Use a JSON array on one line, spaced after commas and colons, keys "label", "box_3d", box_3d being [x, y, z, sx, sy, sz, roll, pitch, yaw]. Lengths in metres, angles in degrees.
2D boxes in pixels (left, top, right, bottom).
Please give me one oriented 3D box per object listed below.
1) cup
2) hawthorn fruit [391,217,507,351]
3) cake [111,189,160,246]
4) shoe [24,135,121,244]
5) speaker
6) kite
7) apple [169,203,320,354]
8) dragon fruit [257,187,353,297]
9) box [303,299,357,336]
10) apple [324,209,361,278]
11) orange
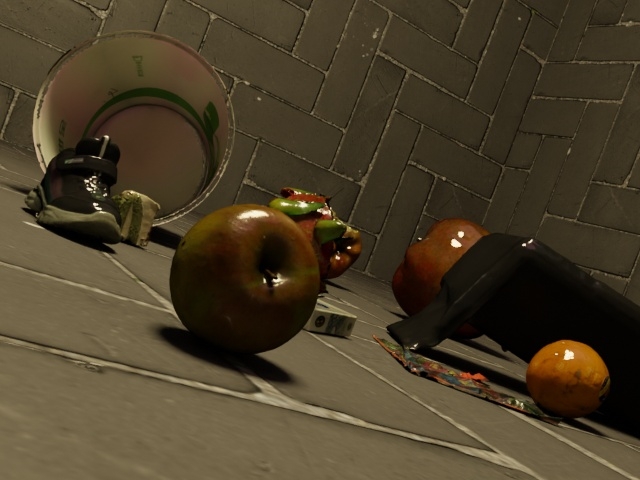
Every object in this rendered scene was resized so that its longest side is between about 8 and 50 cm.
[{"label": "cup", "box_3d": [-0.252, -0.130, 1.100, 0.253, 0.253, 0.274, 21, -9, -7]}, {"label": "hawthorn fruit", "box_3d": [0.256, 0.090, 1.381, 0.248, 0.208, 0.208, 47, 7, 15]}, {"label": "cake", "box_3d": [-0.234, -0.019, 0.890, 0.051, 0.055, 0.140, 19, -16, -33]}, {"label": "shoe", "box_3d": [-0.230, -0.057, 0.763, 0.071, 0.099, 0.169, 24, -1, -36]}, {"label": "speaker", "box_3d": [0.297, 0.140, 0.955, 0.388, 0.184, 0.180, 32, 1, -4]}, {"label": "kite", "box_3d": [0.125, 0.129, 0.771, 0.232, 0.009, 0.189, 22, 1, 36]}, {"label": "apple", "box_3d": [-0.044, 0.022, 0.465, 0.089, 0.090, 0.074, 21, -12, -21]}, {"label": "dragon fruit", "box_3d": [-0.051, 0.013, 0.876, 0.175, 0.138, 0.142, -7, -41, 0]}, {"label": "box", "box_3d": [-0.008, 0.070, 0.747, 0.054, 0.024, 0.083, 19, 0, 32]}, {"label": "apple", "box_3d": [-0.004, 0.005, 1.559, 0.156, 0.147, 0.158, 59, -9, -29]}, {"label": "orange", "box_3d": [0.253, 0.142, 0.802, 0.083, 0.084, 0.083, 21, 0, 0]}]
